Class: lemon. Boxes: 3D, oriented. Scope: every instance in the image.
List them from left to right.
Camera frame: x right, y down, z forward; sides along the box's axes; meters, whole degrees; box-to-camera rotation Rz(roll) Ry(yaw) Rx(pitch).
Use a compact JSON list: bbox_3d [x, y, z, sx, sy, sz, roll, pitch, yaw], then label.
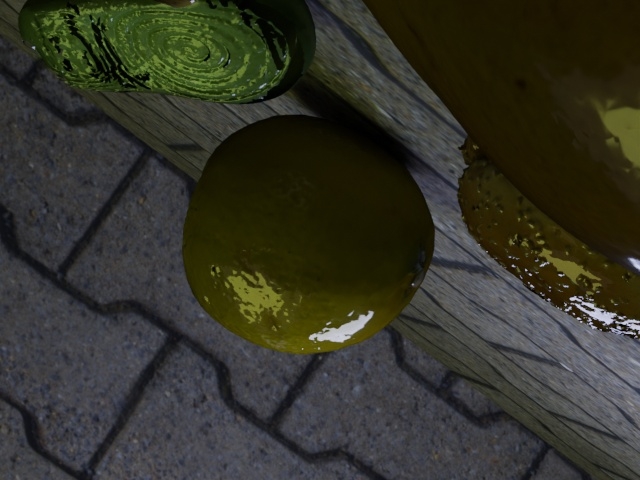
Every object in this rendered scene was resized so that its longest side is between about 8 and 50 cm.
[{"bbox_3d":[0.000,0.000,1.583,0.219,0.240,0.240,16,166,24],"label":"lemon"}]

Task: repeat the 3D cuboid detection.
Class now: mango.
[{"bbox_3d":[0.104,-0.100,0.573,0.317,0.173,0.211,41,180,34],"label":"mango"}]

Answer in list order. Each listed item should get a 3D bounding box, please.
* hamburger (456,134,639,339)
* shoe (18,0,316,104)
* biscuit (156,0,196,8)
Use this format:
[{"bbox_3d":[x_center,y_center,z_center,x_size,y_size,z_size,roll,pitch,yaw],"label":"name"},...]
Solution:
[{"bbox_3d":[0.171,-0.018,1.068,0.191,0.118,0.182,38,172,18],"label":"hamburger"},{"bbox_3d":[-0.128,-0.193,1.303,0.262,0.128,0.140,-1,154,27],"label":"shoe"},{"bbox_3d":[-0.166,-0.259,1.219,0.247,0.029,0.118,32,132,33],"label":"biscuit"}]
